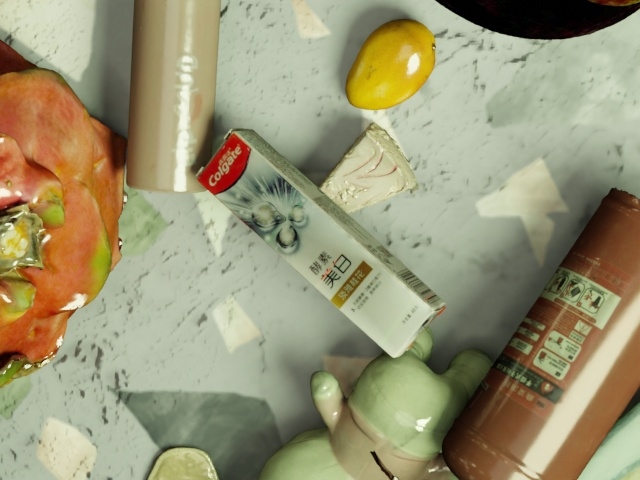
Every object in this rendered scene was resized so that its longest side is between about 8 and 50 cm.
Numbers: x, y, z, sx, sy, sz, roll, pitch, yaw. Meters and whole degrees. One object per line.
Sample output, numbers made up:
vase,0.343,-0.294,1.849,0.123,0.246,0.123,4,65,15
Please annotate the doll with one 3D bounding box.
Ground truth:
doll,0.029,0.188,1.581,0.155,0.113,0.275,36,101,-2

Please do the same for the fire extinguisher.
fire extinguisher,0.158,0.113,1.489,0.147,0.106,0.337,35,88,-10

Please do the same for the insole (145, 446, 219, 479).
insole,-0.124,0.297,1.673,0.081,0.011,0.247,3,100,7

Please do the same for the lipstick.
lipstick,-0.116,-0.168,1.565,0.070,0.070,0.254,5,100,7

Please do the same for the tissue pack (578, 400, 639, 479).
tissue pack,0.300,0.272,1.466,0.228,0.311,0.128,-44,136,12

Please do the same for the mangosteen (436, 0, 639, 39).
mangosteen,0.182,-0.279,1.388,0.275,0.302,0.275,-5,100,-32

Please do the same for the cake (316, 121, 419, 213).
cake,0.012,-0.043,1.579,0.121,0.052,0.065,-26,98,13

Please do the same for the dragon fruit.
dragon fruit,-0.310,-0.019,1.541,0.305,0.226,0.305,1,102,7

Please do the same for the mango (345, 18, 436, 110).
mango,0.055,-0.139,1.560,0.089,0.046,0.060,-40,90,25

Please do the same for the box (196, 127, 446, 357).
box,0.000,0.000,1.537,0.218,0.039,0.055,41,106,10
